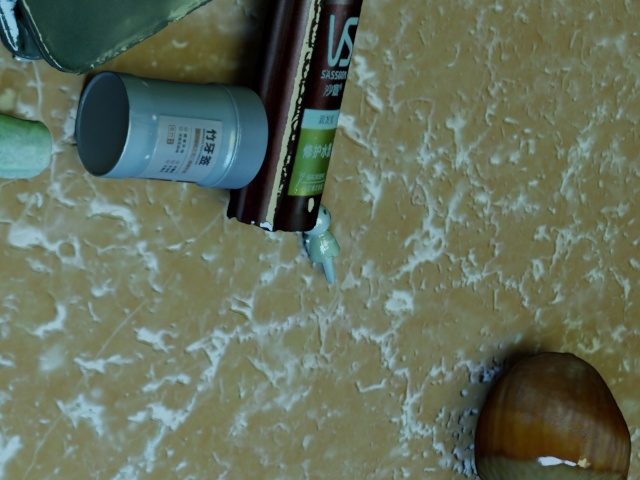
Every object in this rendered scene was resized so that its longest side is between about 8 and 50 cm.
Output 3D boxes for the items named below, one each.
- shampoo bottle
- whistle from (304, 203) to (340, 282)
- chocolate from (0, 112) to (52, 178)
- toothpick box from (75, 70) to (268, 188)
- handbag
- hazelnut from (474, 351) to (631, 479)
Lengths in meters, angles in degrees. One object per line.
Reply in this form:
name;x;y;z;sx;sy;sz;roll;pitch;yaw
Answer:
shampoo bottle;-0.015;-0.173;1.810;0.129;0.084;0.323;-6;111;-63
whistle;0.000;0.000;1.922;0.035;0.035;0.100;-31;124;-24
chocolate;-0.364;-0.094;1.579;0.291;0.110;0.110;7;102;-41
toothpick box;-0.139;-0.102;1.739;0.153;0.101;0.101;3;104;-36
handbag;-0.194;-0.305;1.642;0.247;0.079;0.260;-32;122;-25
hazelnut;0.266;0.227;2.119;0.214;0.176;0.214;4;90;-73
